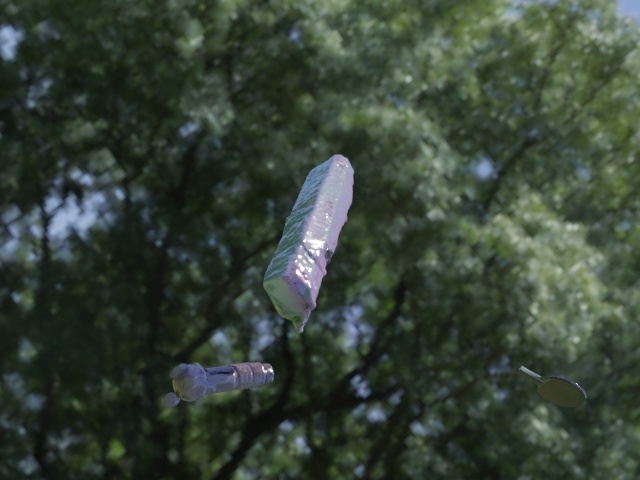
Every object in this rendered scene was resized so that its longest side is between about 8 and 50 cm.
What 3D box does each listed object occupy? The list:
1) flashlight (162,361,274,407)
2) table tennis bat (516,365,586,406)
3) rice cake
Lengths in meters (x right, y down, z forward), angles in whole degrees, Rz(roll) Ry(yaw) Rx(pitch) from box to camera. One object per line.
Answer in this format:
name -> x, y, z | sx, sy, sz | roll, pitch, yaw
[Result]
flashlight -> -0.095, 0.127, 1.319 | 0.031, 0.110, 0.052 | 50, -47, 43
table tennis bat -> 0.252, 0.160, 1.558 | 0.083, 0.007, 0.050 | 28, -35, -9
rice cake -> -0.001, -0.002, 1.427 | 0.290, 0.051, 0.081 | -68, 140, -63
